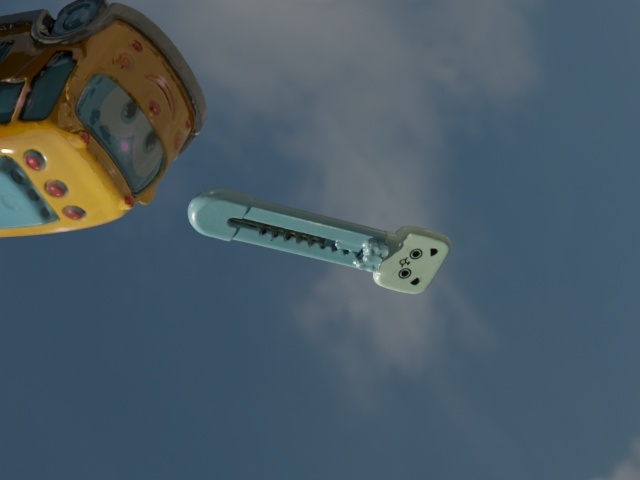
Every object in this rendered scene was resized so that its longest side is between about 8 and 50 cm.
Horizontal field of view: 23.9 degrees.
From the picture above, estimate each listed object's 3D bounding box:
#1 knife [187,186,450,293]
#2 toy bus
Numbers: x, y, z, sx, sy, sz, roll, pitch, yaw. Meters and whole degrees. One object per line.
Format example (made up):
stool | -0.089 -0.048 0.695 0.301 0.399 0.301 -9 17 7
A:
knife | 0.000 0.000 0.509 0.096 0.027 0.010 14 -148 -25
toy bus | -0.192 -0.074 1.021 0.126 0.209 0.136 59 -139 -37
